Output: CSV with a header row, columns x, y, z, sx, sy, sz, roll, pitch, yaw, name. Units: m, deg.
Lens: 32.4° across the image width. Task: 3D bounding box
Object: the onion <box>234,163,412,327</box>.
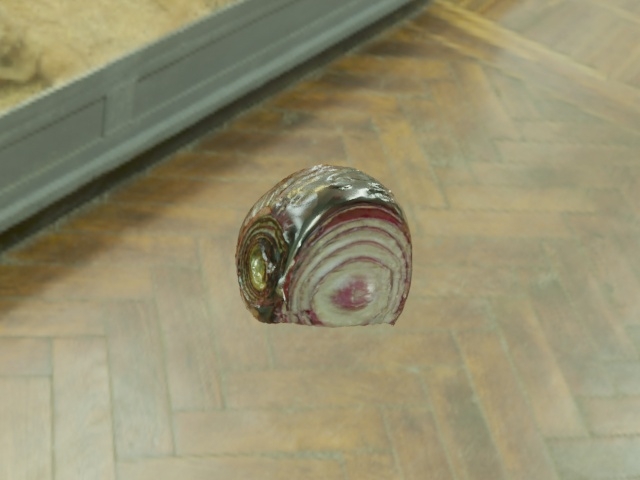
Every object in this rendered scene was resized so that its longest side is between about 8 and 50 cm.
x,y,z,sx,sy,sz,roll,pitch,yaw,name
0.001,-0.006,1.460,0.216,0.206,0.206,5,20,-31,onion
